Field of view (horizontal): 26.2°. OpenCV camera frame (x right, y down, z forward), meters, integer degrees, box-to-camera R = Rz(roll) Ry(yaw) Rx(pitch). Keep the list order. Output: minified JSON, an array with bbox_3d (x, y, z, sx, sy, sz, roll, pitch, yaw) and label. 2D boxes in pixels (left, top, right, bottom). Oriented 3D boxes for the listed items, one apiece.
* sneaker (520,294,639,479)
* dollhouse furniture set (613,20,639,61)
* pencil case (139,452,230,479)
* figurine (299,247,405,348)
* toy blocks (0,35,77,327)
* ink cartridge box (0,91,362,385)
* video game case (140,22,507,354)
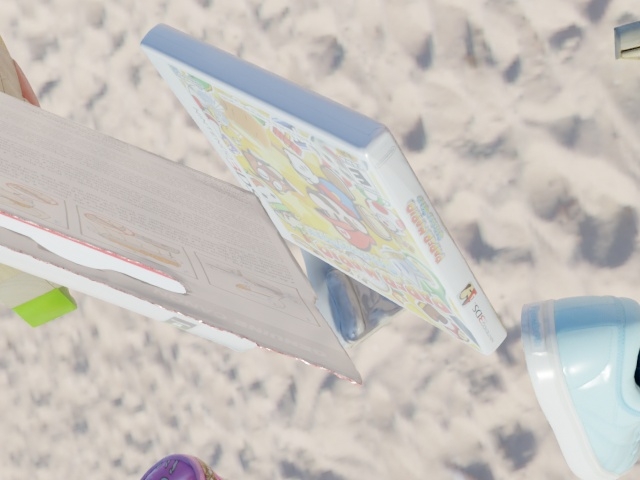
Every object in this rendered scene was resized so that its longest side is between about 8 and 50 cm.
[{"bbox_3d":[0.332,0.171,1.502,0.366,0.150,0.135,49,-142,-56],"label":"sneaker"},{"bbox_3d":[0.364,-0.137,1.122,0.182,0.161,0.101,-7,85,59],"label":"dollhouse furniture set"},{"bbox_3d":[-0.027,0.339,1.426,0.167,0.386,0.160,-59,35,11],"label":"pencil case"},{"bbox_3d":[0.000,0.000,1.360,0.209,0.092,0.215,54,-179,5],"label":"figurine"},{"bbox_3d":[-0.323,-0.121,1.206,0.381,0.190,0.261,59,-171,-60],"label":"toy blocks"},{"bbox_3d":[-0.095,-0.001,0.469,0.056,0.181,0.225,-65,16,11],"label":"ink cartridge box"},{"bbox_3d":[0.001,-0.033,0.878,0.227,0.026,0.206,29,162,43],"label":"video game case"}]
